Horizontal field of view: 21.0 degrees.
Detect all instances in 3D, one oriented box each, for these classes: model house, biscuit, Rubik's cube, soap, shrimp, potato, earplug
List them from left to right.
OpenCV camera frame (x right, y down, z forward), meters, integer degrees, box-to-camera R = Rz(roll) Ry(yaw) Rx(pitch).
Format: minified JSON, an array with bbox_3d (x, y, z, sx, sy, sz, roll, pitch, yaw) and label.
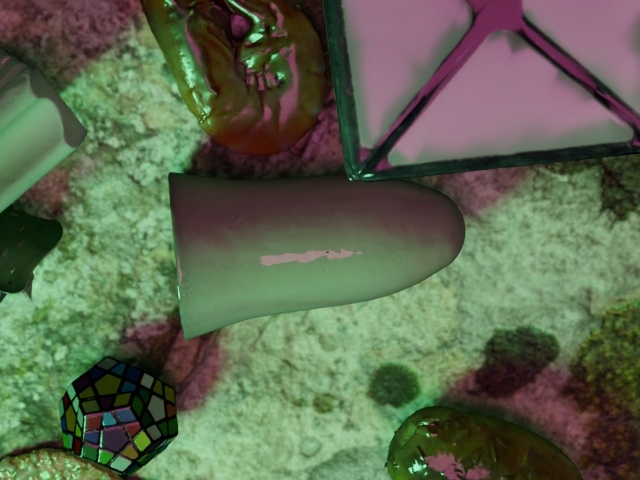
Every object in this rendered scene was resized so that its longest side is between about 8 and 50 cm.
[{"bbox_3d":[-0.376,-0.058,1.670,0.289,0.173,0.095,-41,118,-10],"label":"soap"},{"bbox_3d":[-0.355,0.024,1.787,0.167,0.117,0.088,17,136,13],"label":"model house"},{"bbox_3d":[-0.304,0.333,1.944,0.220,0.033,0.220,0,109,-1],"label":"biscuit"},{"bbox_3d":[-0.217,0.189,1.848,0.133,0.133,0.112,25,83,-10],"label":"Rubik's cube"},{"bbox_3d":[-0.093,-0.215,1.725,0.152,0.063,0.287,-26,112,7],"label":"shrimp"},{"bbox_3d":[0.000,0.000,1.763,0.301,0.172,0.172,-6,111,-4],"label":"earplug"},{"bbox_3d":[0.187,0.267,1.882,0.251,0.113,0.149,32,108,-12],"label":"potato"},{"bbox_3d":[0.159,-0.245,1.597,0.310,0.305,0.307,-4,108,3],"label":"Rubik's cube"}]
